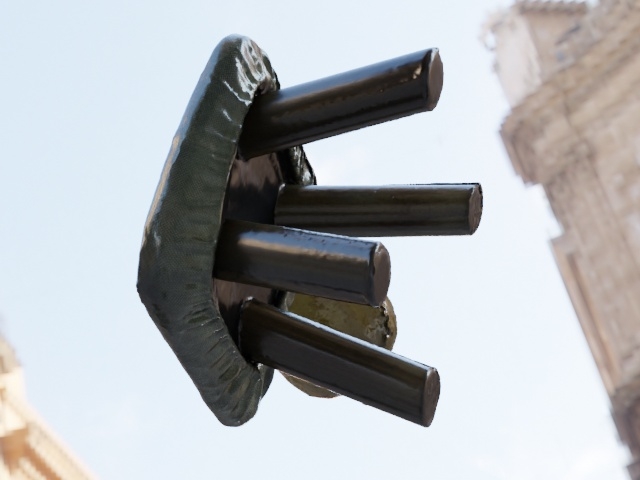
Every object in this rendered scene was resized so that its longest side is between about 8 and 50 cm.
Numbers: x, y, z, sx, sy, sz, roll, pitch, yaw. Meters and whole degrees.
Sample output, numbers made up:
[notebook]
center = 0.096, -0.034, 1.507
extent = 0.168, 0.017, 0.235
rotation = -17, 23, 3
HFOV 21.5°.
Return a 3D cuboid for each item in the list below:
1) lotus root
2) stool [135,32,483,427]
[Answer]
[lotus root]
center = -0.012, 0.076, 1.976
extent = 0.160, 0.284, 0.146
rotation = -41, -2, 16
[stool]
center = 0.000, 0.000, 1.582
extent = 0.226, 0.310, 0.310
rotation = 5, -31, 21
